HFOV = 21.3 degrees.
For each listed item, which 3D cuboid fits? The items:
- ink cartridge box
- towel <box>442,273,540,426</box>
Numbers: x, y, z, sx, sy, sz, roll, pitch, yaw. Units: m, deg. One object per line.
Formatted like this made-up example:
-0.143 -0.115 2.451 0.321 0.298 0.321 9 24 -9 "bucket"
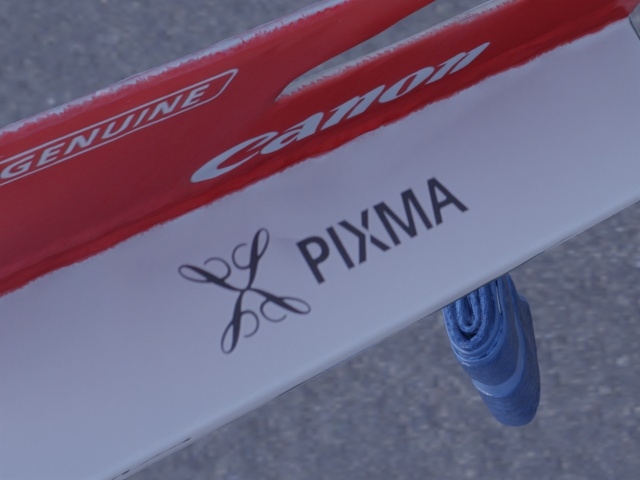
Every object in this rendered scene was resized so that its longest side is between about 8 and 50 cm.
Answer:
0.000 0.000 0.489 0.066 0.296 0.261 61 148 5 "ink cartridge box"
0.078 0.039 0.767 0.029 0.119 0.067 -13 65 10 "towel"
